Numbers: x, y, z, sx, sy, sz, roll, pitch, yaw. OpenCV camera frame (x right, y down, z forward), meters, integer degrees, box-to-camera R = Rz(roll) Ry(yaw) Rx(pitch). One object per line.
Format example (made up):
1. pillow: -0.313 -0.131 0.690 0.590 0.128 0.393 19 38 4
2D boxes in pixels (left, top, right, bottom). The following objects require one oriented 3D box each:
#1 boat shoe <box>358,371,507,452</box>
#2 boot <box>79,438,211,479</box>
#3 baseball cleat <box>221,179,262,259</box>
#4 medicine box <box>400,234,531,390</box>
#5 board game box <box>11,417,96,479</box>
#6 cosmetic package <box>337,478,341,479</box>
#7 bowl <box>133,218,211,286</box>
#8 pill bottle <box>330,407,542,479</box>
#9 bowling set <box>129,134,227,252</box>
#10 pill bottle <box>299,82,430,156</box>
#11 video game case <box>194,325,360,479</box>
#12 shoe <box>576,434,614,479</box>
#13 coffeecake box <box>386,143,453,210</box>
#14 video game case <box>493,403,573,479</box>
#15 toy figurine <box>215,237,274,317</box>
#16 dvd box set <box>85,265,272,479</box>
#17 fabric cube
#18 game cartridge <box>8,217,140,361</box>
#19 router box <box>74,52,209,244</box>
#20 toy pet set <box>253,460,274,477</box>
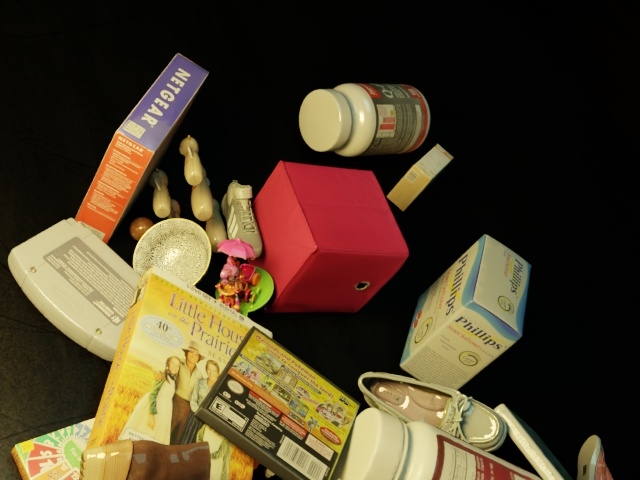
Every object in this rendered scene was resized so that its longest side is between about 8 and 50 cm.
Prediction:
1. boat shoe: 0.231 0.357 1.680 0.321 0.103 0.118 21 78 23
2. boot: -0.276 0.437 1.248 0.207 0.090 0.248 6 87 -26
3. baseball cleat: -0.178 -0.056 1.801 0.072 0.109 0.206 -5 44 -29
4. medicine box: 0.347 0.178 1.898 0.149 0.289 0.263 33 39 -6
5. board game box: -0.380 0.368 1.368 0.259 0.039 0.124 -11 61 -46
6. cosmetic package: 0.094 0.586 1.422 0.296 0.153 0.129 36 39 -1
7. bowl: -0.300 0.046 1.679 0.170 0.080 0.170 -4 68 10
8. pill bottle: 0.232 0.493 1.560 0.392 0.224 0.224 28 40 -12
9. bowling set: -0.326 -0.091 1.745 0.200 0.287 0.154 -12 48 -5
10. pill bottle: 0.130 -0.349 2.306 0.363 0.210 0.210 -9 58 -42
11. video game case: -0.072 0.323 1.519 0.275 0.035 0.248 37 37 -4
12. shoe: 0.683 0.570 1.958 0.081 0.063 0.178 36 44 -5
13. coffeecake box: 0.292 -0.185 2.324 0.068 0.142 0.185 43 39 5
14. video game case: 0.514 0.513 1.730 0.300 0.036 0.329 54 6 35
15. toy figurine: -0.183 0.073 1.675 0.130 0.159 0.173 13 52 19
16. dvd box set: -0.243 0.281 1.481 0.308 0.062 0.420 34 39 -25
17. fabric cube: 0.000 0.000 1.836 0.258 0.254 0.259 3 51 -35
18. game cartridge: -0.454 0.096 1.558 0.294 0.060 0.196 42 36 5
19. router box: -0.381 -0.196 1.699 0.082 0.301 0.335 30 39 -10
20. toy pet set: -0.071 0.433 1.535 0.122 0.065 0.114 31 74 -5
